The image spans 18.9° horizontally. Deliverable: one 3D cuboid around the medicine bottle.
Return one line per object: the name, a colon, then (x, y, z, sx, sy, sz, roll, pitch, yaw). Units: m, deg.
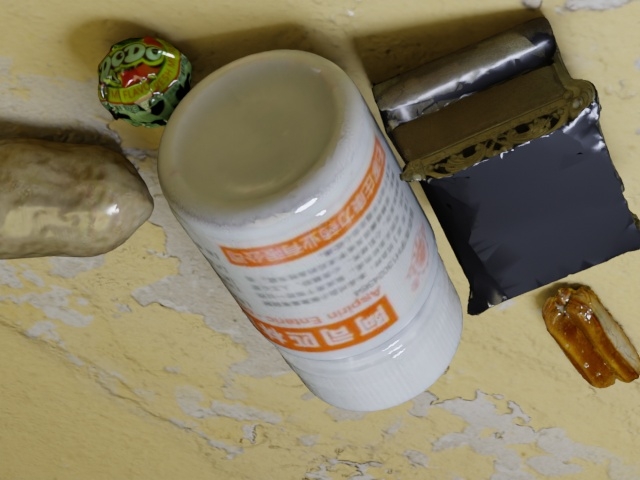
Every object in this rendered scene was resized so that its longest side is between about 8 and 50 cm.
medicine bottle: (0.000, 0.000, 1.897, 0.211, 0.211, 0.371, -7, 144, 19)

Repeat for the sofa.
sofa: (0.179, -0.084, 1.840, 0.200, 0.182, 0.258, -22, 136, 9)

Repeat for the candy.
candy: (-0.125, -0.100, 1.926, 0.091, 0.083, 0.305, -12, 146, 22)

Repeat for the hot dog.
hot dog: (0.298, 0.108, 2.122, 0.071, 0.045, 0.165, -13, 137, 28)

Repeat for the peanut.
peanut: (-0.282, -0.044, 1.973, 0.224, 0.129, 0.129, -3, 141, 4)
